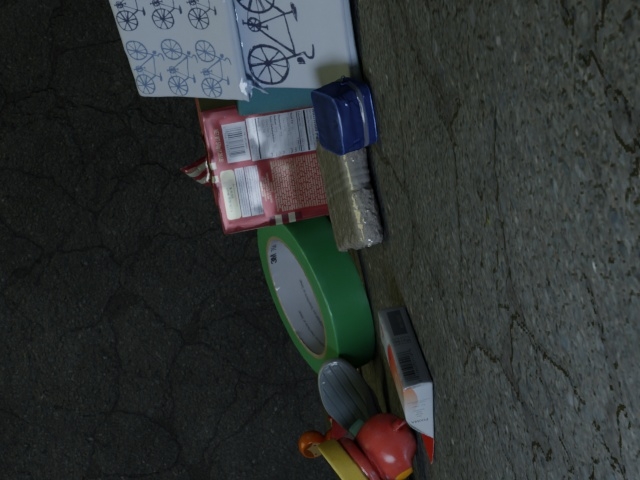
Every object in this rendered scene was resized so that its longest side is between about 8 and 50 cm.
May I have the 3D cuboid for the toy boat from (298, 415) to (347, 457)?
[{"bbox_3d":[0.028,0.425,2.277,0.231,0.151,0.151,-152,50,-83],"label":"toy boat"}]

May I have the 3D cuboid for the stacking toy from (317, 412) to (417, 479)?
[{"bbox_3d":[0.129,0.394,1.683,0.279,0.130,0.309,51,173,7],"label":"stacking toy"}]

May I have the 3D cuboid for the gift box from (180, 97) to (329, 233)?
[{"bbox_3d":[-0.110,-0.175,1.857,0.258,0.276,0.255,-112,17,-70],"label":"gift box"}]

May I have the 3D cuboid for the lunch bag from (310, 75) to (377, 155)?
[{"bbox_3d":[0.034,-0.167,1.400,0.067,0.065,0.098,32,139,51],"label":"lunch bag"}]

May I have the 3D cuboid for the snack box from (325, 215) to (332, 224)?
[{"bbox_3d":[0.000,0.000,2.144,0.322,0.060,0.187,-108,10,-46],"label":"snack box"}]

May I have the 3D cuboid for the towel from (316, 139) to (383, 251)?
[{"bbox_3d":[0.044,-0.077,1.606,0.282,0.049,0.187,166,91,-84],"label":"towel"}]

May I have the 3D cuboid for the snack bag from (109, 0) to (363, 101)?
[{"bbox_3d":[-0.119,-0.316,1.379,0.037,0.342,0.323,-69,-22,-45],"label":"snack bag"}]

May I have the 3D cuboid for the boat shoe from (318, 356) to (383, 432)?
[{"bbox_3d":[0.058,0.287,1.863,0.076,0.083,0.226,-90,-23,-66],"label":"boat shoe"}]

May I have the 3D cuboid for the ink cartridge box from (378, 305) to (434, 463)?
[{"bbox_3d":[0.116,0.200,1.463,0.145,0.045,0.179,-106,10,-47],"label":"ink cartridge box"}]

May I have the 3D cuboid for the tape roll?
[{"bbox_3d":[-0.012,0.091,1.936,0.321,0.077,0.321,54,156,37],"label":"tape roll"}]

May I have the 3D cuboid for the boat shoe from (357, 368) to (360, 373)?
[{"bbox_3d":[0.047,0.224,2.165,0.059,0.063,0.170,-128,17,-72],"label":"boat shoe"}]

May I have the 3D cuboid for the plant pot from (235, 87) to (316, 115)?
[{"bbox_3d":[-0.056,-0.328,1.516,0.234,0.166,0.165,88,170,-45],"label":"plant pot"}]
